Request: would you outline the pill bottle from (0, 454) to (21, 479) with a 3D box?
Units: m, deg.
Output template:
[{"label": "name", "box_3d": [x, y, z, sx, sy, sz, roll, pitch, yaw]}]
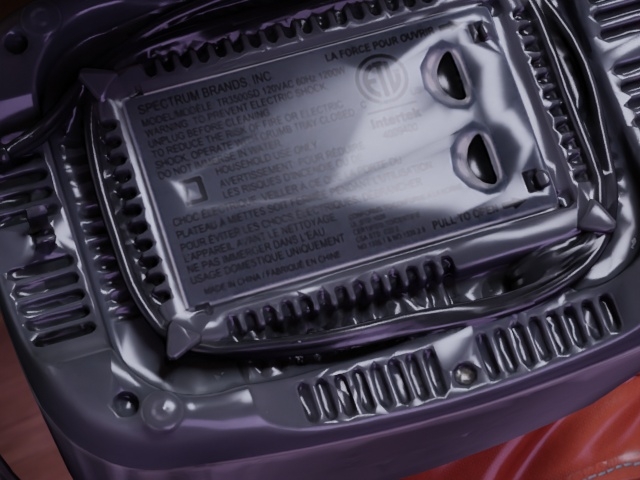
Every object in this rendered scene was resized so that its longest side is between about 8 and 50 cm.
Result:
[{"label": "pill bottle", "box_3d": [-0.176, 0.081, 0.423, 0.204, 0.204, 0.361, -34, 138, -6]}]

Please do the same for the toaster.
[{"label": "toaster", "box_3d": [0.000, 0.000, 0.502, 0.227, 0.129, 0.146, -17, 164, -10]}]

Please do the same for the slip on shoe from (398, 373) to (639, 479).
[{"label": "slip on shoe", "box_3d": [0.154, 0.025, 0.655, 0.331, 0.123, 0.101, -18, 97, -16]}]
